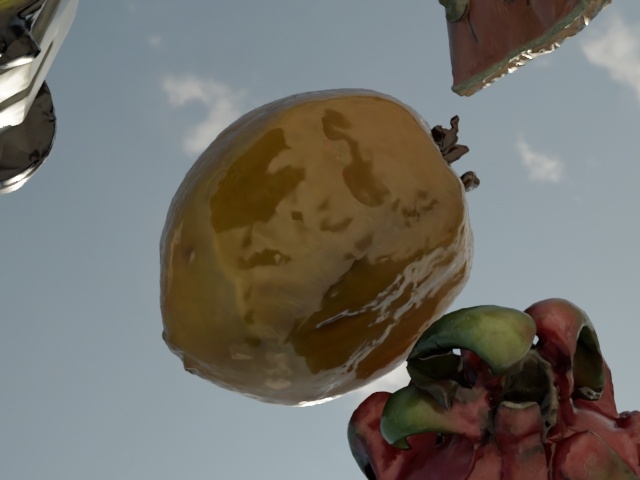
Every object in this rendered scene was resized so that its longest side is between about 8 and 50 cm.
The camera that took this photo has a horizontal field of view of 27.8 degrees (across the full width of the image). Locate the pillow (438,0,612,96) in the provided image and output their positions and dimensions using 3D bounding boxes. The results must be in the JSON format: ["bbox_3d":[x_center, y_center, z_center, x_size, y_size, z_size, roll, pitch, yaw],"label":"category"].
[{"bbox_3d":[0.094,-0.199,0.671,0.043,0.126,0.233,5,-109,-34],"label":"pillow"}]

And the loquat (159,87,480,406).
[{"bbox_3d":[0.000,0.000,0.812,0.176,0.234,0.187,48,177,18],"label":"loquat"}]

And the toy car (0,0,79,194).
[{"bbox_3d":[-0.160,-0.174,0.597,0.166,0.198,0.314,24,-111,-8],"label":"toy car"}]

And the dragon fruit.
[{"bbox_3d":[0.110,0.144,0.742,0.218,0.198,0.273,-10,-77,-11],"label":"dragon fruit"}]
